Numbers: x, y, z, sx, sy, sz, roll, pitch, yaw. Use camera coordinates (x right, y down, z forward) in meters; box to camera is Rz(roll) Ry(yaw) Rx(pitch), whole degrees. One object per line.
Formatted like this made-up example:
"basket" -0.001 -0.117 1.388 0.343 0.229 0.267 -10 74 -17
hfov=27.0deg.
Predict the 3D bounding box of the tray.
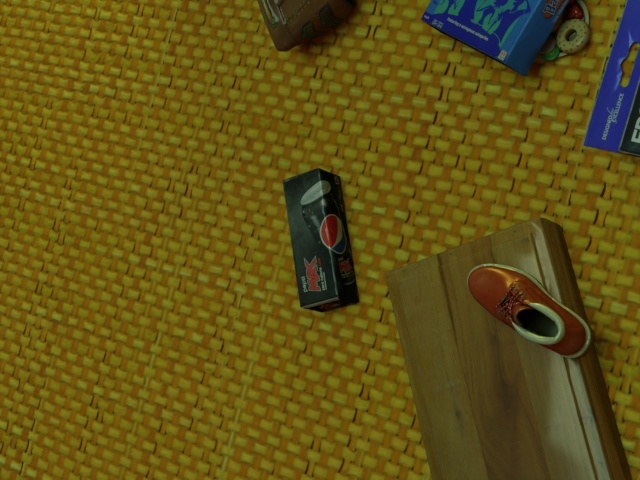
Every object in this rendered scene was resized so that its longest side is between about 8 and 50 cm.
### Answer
"tray" 0.214 0.201 1.473 0.203 0.076 0.411 -22 71 27

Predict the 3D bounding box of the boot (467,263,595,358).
"boot" 0.209 0.067 1.410 0.158 0.084 0.059 32 100 33

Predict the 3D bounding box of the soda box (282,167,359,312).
"soda box" 0.000 0.000 1.654 0.060 0.053 0.169 -17 73 28

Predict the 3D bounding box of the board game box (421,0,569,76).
"board game box" 0.229 -0.317 1.557 0.160 0.047 0.210 37 100 46

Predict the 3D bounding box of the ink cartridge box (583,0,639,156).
"ink cartridge box" 0.400 -0.182 1.449 0.208 0.045 0.206 16 90 34

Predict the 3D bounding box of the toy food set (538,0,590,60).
"toy food set" 0.272 -0.250 1.553 0.082 0.020 0.083 -13 74 29

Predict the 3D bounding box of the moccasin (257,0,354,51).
"moccasin" -0.094 -0.415 1.753 0.147 0.139 0.380 -31 75 14
